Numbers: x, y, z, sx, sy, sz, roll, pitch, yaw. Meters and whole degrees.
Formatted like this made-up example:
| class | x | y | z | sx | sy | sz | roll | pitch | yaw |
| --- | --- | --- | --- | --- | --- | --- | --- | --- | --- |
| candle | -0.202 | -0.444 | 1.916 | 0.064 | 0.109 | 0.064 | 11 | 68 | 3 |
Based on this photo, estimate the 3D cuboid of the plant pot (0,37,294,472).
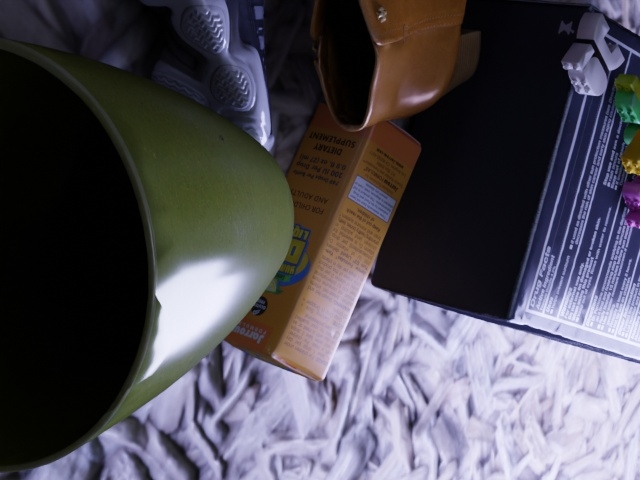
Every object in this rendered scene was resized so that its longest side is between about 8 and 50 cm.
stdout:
| class | x | y | z | sx | sy | sz | roll | pitch | yaw |
| --- | --- | --- | --- | --- | --- | --- | --- | --- | --- |
| plant pot | -0.149 | -0.008 | 1.061 | 0.293 | 0.274 | 0.275 | -14 | 113 | -61 |

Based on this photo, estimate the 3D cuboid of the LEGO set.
| class | x | y | z | sx | sy | sz | roll | pitch | yaw |
| --- | --- | --- | --- | --- | --- | --- | --- | --- | --- |
| LEGO set | 0.284 | -0.084 | 1.324 | 0.093 | 0.087 | 0.227 | -54 | 131 | -22 |

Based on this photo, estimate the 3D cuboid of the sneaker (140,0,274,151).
| class | x | y | z | sx | sy | sz | roll | pitch | yaw |
| --- | --- | --- | --- | --- | --- | --- | --- | --- | --- |
| sneaker | -0.066 | -0.192 | 1.177 | 0.153 | 0.101 | 0.269 | -55 | 144 | -32 |

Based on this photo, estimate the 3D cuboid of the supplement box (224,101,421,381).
| class | x | y | z | sx | sy | sz | roll | pitch | yaw |
| --- | --- | --- | --- | --- | --- | --- | --- | --- | --- |
| supplement box | 0.000 | 0.000 | 1.323 | 0.080 | 0.078 | 0.233 | 29 | 80 | -47 |

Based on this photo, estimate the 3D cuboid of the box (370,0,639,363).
| class | x | y | z | sx | sy | sz | roll | pitch | yaw |
| --- | --- | --- | --- | --- | --- | --- | --- | --- | --- |
| box | 0.234 | -0.054 | 1.472 | 0.294 | 0.182 | 0.296 | 18 | 86 | -48 |

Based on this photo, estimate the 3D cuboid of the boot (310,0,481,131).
| class | x | y | z | sx | sy | sz | roll | pitch | yaw |
| --- | --- | --- | --- | --- | --- | --- | --- | --- | --- |
| boot | 0.065 | -0.247 | 1.253 | 0.211 | 0.104 | 0.295 | -24 | 114 | -57 |
